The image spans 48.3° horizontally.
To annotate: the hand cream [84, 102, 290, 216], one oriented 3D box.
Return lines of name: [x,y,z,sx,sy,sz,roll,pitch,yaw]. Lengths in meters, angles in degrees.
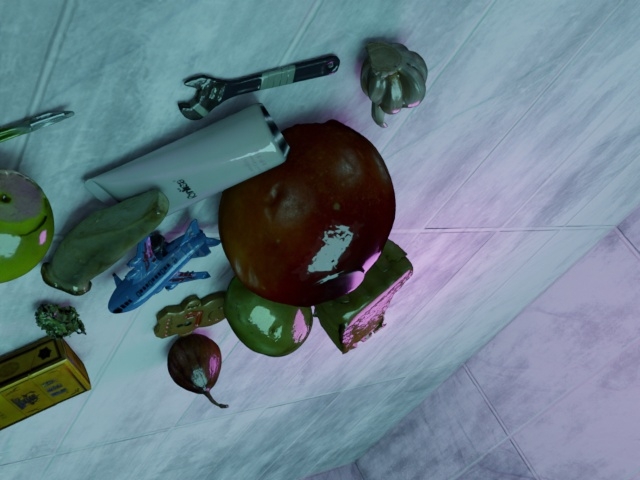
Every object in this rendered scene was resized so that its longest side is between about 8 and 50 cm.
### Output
hand cream: [-0.234,-0.132,1.320,0.359,0.118,0.185,-25,150,6]

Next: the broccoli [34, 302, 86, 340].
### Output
broccoli: [-0.553,0.172,1.521,0.092,0.097,0.095,3,-158,43]

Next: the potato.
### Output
potato: [-0.129,0.177,1.796,0.216,0.216,0.304,-28,147,-5]

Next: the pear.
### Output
pear: [-0.537,-0.012,1.154,0.220,0.187,0.187,-33,155,32]

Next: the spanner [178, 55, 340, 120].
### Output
spanner: [-0.104,-0.287,1.277,0.316,0.024,0.087,-19,144,-20]

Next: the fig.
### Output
fig: [-0.339,0.351,1.935,0.148,0.202,0.149,-4,180,-18]

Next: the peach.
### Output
peach: [-0.021,-0.031,1.473,0.406,0.310,0.335,-41,147,19]

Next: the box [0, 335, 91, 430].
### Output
box: [-0.708,0.342,1.648,0.301,0.084,0.193,-24,151,-13]

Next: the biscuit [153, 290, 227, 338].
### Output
biscuit: [-0.314,0.192,1.833,0.226,0.036,0.166,-12,146,-31]

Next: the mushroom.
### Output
mushroom: [-0.411,0.001,1.338,0.107,0.087,0.333,27,132,-34]

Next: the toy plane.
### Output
toy plane: [-0.345,0.058,1.514,0.271,0.105,0.254,-32,151,5]

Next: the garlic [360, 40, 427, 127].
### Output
garlic: [0.140,-0.288,1.382,0.127,0.131,0.194,-18,140,-17]

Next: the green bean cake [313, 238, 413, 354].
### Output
green bean cake: [0.107,0.137,1.996,0.285,0.202,0.310,-35,155,-17]

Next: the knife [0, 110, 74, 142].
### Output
knife: [-0.474,-0.172,1.112,0.184,0.026,0.022,-21,111,-12]
